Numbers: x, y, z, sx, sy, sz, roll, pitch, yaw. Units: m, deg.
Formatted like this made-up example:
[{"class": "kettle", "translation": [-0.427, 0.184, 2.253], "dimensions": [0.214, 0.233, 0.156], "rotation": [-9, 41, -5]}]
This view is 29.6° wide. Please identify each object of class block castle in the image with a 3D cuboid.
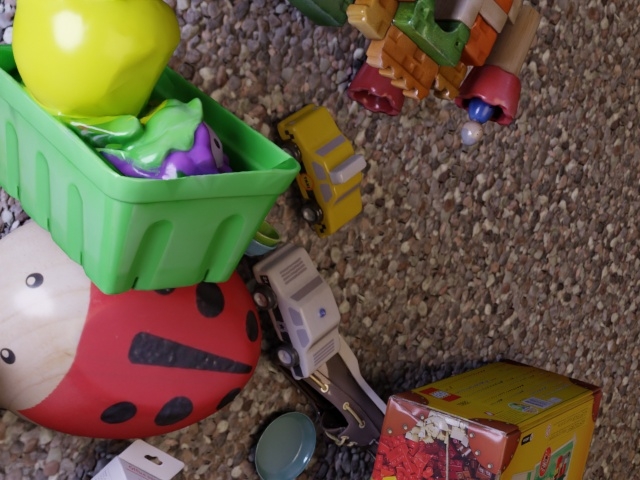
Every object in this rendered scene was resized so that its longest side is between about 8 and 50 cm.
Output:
[{"class": "block castle", "translation": [0.057, -0.304, 1.586], "dimensions": [0.453, 0.303, 0.212], "rotation": [34, 75, -42]}]

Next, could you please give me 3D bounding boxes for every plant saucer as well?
[{"class": "plant saucer", "translation": [-0.059, 0.318, 1.872], "dimensions": [0.119, 0.021, 0.119], "rotation": [-14, 113, -37]}]

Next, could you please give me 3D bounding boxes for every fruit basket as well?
[{"class": "fruit basket", "translation": [-0.218, -0.168, 1.341], "dimensions": [0.283, 0.392, 0.392], "rotation": [-5, 107, -40]}]

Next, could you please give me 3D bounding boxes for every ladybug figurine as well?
[{"class": "ladybug figurine", "translation": [-0.237, 0.120, 1.556], "dimensions": [0.449, 0.162, 0.305], "rotation": [12, 95, -43]}]

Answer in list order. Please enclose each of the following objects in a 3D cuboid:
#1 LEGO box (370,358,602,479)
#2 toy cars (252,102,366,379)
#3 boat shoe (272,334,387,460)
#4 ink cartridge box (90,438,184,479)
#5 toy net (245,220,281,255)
[{"class": "LEGO box", "translation": [0.261, 0.418, 1.965], "dimensions": [0.500, 0.193, 0.372], "rotation": [-2, 106, -61]}, {"class": "toy cars", "translation": [0.000, 0.000, 1.717], "dimensions": [0.176, 0.087, 0.393], "rotation": [19, 76, -44]}, {"class": "boat shoe", "translation": [0.035, 0.256, 1.873], "dimensions": [0.097, 0.117, 0.324], "rotation": [-45, 124, -20]}, {"class": "ink cartridge box", "translation": [-0.268, 0.360, 1.631], "dimensions": [0.180, 0.060, 0.104], "rotation": [-43, 132, 9]}, {"class": "toy net", "translation": [-0.155, -0.029, 1.584], "dimensions": [0.232, 0.122, 0.045], "rotation": [10, 121, -55]}]
